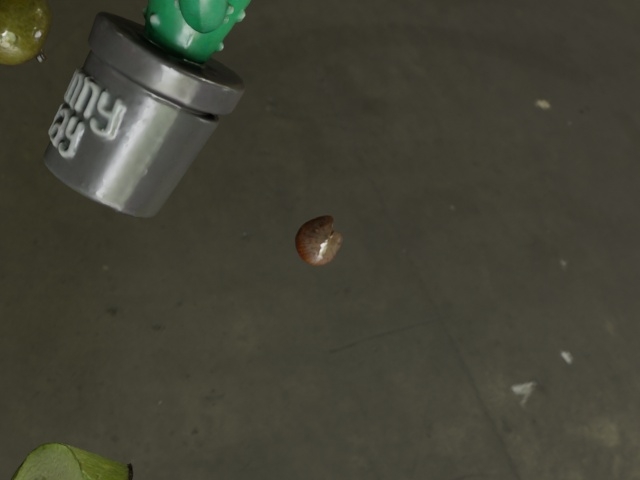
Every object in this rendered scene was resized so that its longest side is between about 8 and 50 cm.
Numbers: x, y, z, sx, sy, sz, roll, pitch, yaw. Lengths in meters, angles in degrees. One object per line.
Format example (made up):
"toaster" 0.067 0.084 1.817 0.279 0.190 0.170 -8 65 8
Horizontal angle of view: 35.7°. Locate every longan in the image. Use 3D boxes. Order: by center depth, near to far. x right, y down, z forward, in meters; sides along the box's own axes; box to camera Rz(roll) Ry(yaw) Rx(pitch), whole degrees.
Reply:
"longan" -0.530 -0.372 1.722 0.155 0.145 0.176 -57 133 -27

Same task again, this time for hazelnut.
"hazelnut" 0.000 0.000 1.622 0.086 0.086 0.086 20 46 -23

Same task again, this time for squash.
"squash" -0.350 0.385 1.346 0.133 0.220 0.220 31 42 -22

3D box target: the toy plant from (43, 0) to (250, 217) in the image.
"toy plant" -0.160 -0.227 1.108 0.185 0.400 0.279 30 12 2
